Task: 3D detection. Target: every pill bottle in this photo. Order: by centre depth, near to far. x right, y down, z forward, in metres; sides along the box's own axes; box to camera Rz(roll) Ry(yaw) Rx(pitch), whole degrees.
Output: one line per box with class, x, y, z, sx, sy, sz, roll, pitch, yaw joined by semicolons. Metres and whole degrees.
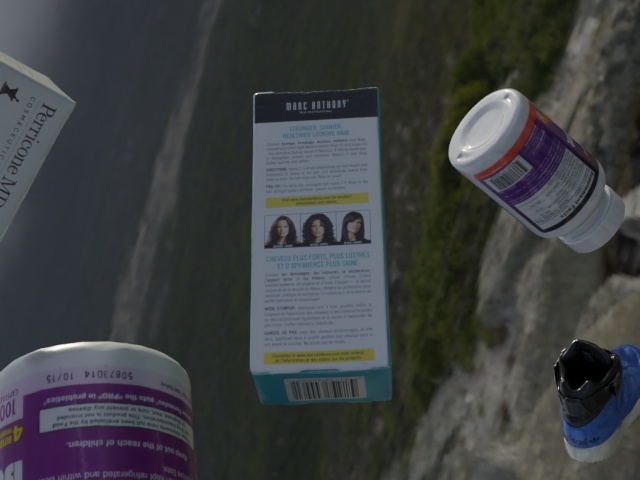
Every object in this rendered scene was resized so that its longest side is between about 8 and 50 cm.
pill bottle;-0.174;0.245;0.990;0.169;0.169;0.301;121;147;-54
pill bottle;0.243;-0.070;1.406;0.108;0.193;0.108;-40;28;27

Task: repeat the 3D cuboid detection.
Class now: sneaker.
sneaker;0.244;0.112;1.095;0.152;0.058;0.084;-43;-53;-45

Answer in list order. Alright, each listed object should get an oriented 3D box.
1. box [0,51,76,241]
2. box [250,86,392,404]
box;-0.299;-0.072;1.036;0.181;0.119;0.182;-61;22;2
box;0.000;0.000;0.969;0.060;0.100;0.244;82;-173;-59
